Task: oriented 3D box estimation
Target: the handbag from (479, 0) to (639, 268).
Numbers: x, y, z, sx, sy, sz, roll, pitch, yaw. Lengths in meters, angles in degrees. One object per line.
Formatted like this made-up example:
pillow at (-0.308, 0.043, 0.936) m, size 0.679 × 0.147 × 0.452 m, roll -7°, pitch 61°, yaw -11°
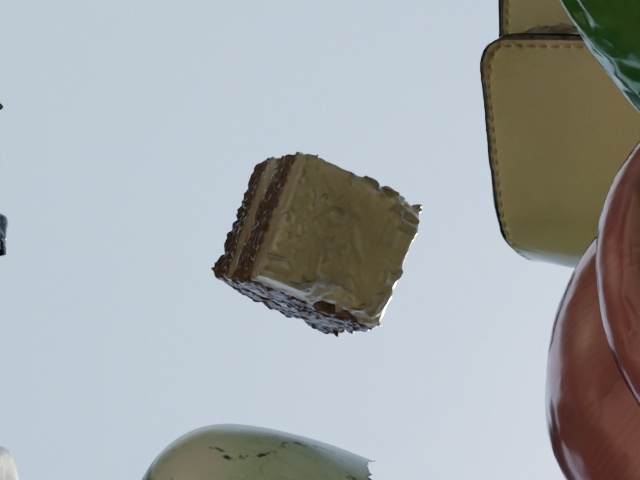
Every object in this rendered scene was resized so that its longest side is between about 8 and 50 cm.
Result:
handbag at (0.277, -0.084, 0.982) m, size 0.358 × 0.160 × 0.237 m, roll 7°, pitch -77°, yaw 37°

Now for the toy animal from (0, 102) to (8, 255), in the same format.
toy animal at (-0.330, -0.063, 1.672) m, size 0.105 × 0.070 × 0.202 m, roll -1°, pitch -97°, yaw 30°

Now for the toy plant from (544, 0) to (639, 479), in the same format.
toy plant at (0.194, 0.007, 0.713) m, size 0.356 × 0.317 × 0.211 m, roll 111°, pitch -8°, yaw -65°

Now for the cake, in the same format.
cake at (0.000, 0.000, 1.536) m, size 0.147 × 0.135 × 0.135 m, roll -26°, pitch -138°, yaw 68°

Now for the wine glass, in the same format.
wine glass at (-0.113, 0.262, 1.442) m, size 0.322 × 0.238 × 0.238 m, roll -2°, pitch -128°, yaw 3°
